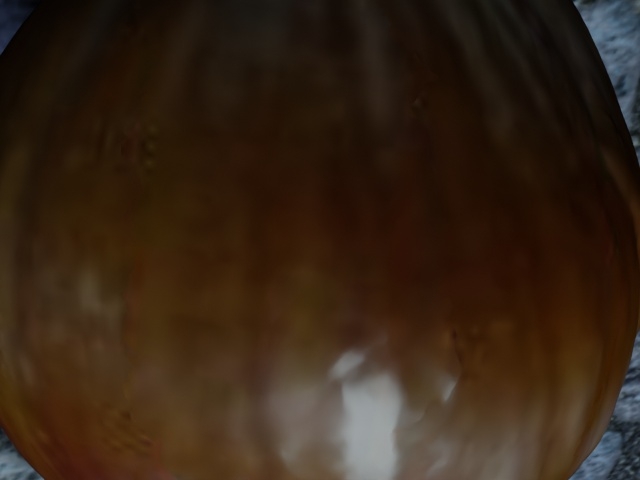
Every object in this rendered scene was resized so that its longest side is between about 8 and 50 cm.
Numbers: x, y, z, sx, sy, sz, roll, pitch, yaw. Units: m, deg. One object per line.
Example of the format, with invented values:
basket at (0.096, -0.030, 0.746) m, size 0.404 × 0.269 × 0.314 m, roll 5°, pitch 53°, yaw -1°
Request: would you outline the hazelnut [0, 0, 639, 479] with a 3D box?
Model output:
hazelnut at (0.000, 0.000, 0.949) m, size 0.372 × 0.315 × 0.372 m, roll -18°, pitch 120°, yaw -34°
